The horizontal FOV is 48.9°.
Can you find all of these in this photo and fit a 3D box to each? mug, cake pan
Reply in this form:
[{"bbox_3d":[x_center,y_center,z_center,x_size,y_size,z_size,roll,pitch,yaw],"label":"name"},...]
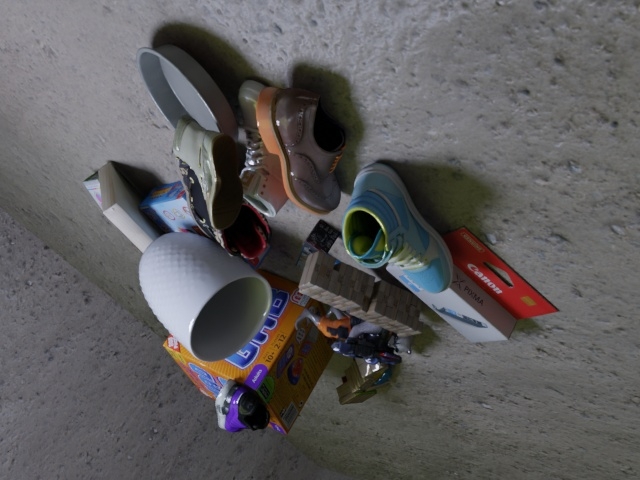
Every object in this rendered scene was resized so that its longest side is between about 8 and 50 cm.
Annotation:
[{"bbox_3d":[-0.314,0.137,1.978,0.328,0.276,0.374,36,-170,34],"label":"mug"},{"bbox_3d":[-0.279,-0.296,1.508,0.293,0.054,0.293,41,160,19],"label":"cake pan"}]

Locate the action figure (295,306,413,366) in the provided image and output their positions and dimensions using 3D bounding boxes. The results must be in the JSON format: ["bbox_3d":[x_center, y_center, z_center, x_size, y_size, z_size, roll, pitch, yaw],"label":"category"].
[{"bbox_3d":[0.101,0.239,1.954,0.330,0.178,0.341,13,173,28],"label":"action figure"}]

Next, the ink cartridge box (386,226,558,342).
[{"bbox_3d":[0.329,0.110,1.573,0.296,0.066,0.261,40,155,-13],"label":"ink cartridge box"}]

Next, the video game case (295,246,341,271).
[{"bbox_3d":[-0.005,0.068,1.950,0.119,0.015,0.166,33,155,3],"label":"video game case"}]

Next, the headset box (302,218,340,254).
[{"bbox_3d":[0.000,0.000,1.742,0.062,0.083,0.032,36,154,-7],"label":"headset box"}]

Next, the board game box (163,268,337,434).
[{"bbox_3d":[-0.207,0.336,2.261,0.356,0.356,0.356,19,151,26],"label":"board game box"}]

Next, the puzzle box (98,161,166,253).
[{"bbox_3d":[-0.528,-0.031,2.175,0.409,0.052,0.272,54,-177,-37],"label":"puzzle box"}]

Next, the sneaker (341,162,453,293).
[{"bbox_3d":[0.146,0.024,1.404,0.127,0.208,0.319,-25,111,34],"label":"sneaker"}]

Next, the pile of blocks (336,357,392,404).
[{"bbox_3d":[0.153,0.432,2.340,0.362,0.149,0.112,115,141,-56],"label":"pile of blocks"}]

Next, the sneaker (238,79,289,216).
[{"bbox_3d":[-0.123,-0.176,1.477,0.108,0.169,0.292,16,148,36],"label":"sneaker"}]

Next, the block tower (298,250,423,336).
[{"bbox_3d":[0.105,0.137,1.763,0.335,0.097,0.091,27,155,-22],"label":"block tower"}]

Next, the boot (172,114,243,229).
[{"bbox_3d":[-0.238,-0.142,1.466,0.165,0.077,0.213,32,133,41],"label":"boot"}]

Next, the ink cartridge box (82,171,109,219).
[{"bbox_3d":[-0.669,-0.124,2.287,0.109,0.062,0.209,0,127,49],"label":"ink cartridge box"}]

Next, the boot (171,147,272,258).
[{"bbox_3d":[-0.224,-0.054,1.737,0.284,0.138,0.377,50,162,40],"label":"boot"}]

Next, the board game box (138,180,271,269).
[{"bbox_3d":[-0.344,-0.040,2.074,0.308,0.086,0.302,47,152,-26],"label":"board game box"}]

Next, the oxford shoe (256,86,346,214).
[{"bbox_3d":[-0.007,-0.163,1.420,0.133,0.130,0.363,2,152,22],"label":"oxford shoe"}]

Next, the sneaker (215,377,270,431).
[{"bbox_3d":[-0.216,0.514,2.056,0.146,0.102,0.293,24,153,14],"label":"sneaker"}]
